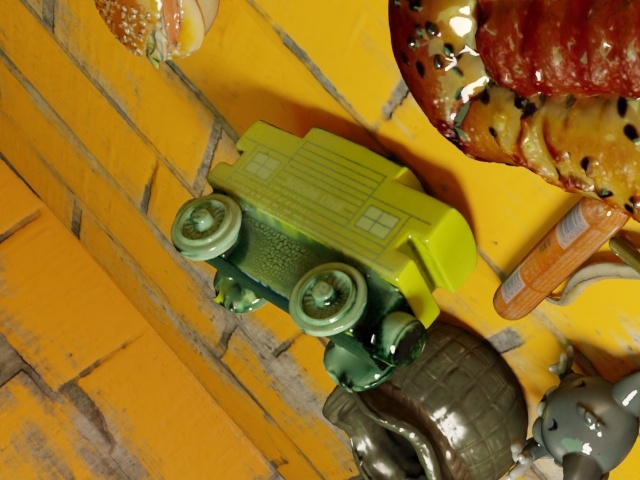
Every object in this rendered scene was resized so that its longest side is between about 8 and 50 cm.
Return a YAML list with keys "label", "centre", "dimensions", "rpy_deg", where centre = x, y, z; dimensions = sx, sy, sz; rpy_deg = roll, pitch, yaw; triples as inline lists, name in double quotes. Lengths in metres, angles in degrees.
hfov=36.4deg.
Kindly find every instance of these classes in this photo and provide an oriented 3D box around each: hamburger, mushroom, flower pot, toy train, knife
- label: "hamburger"
  centre: [-0.240, -0.356, 1.340]
  dimensions: [0.237, 0.147, 0.237]
  rpy_deg: [39, 151, 27]
- label: "mushroom"
  centre: [0.336, 0.052, 1.070]
  dimensions: [0.306, 0.043, 0.068]
  rpy_deg: [2, 107, 61]
- label: "flower pot"
  centre: [0.152, 0.262, 1.467]
  dimensions: [0.302, 0.213, 0.301]
  rpy_deg: [38, 153, 24]
- label: "toy train"
  centre: [0.000, 0.000, 1.284]
  dimensions: [0.442, 0.272, 0.179]
  rpy_deg: [29, 162, 38]
- label: "knife"
  centre: [0.347, 0.072, 0.895]
  dimensions: [0.061, 0.027, 0.343]
  rpy_deg: [37, -169, -28]

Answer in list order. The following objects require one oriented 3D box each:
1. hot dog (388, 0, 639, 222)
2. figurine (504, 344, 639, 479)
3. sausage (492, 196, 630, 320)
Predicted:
- label: "hot dog"
  centre: [0.187, -0.200, 0.782]
  dimensions: [0.365, 0.196, 0.367]
  rpy_deg: [33, 148, 42]
- label: "figurine"
  centre: [0.318, 0.252, 1.227]
  dimensions: [0.140, 0.193, 0.265]
  rpy_deg: [35, 164, 28]
- label: "sausage"
  centre: [0.268, 0.021, 1.114]
  dimensions: [0.053, 0.053, 0.348]
  rpy_deg: [46, 155, 11]
